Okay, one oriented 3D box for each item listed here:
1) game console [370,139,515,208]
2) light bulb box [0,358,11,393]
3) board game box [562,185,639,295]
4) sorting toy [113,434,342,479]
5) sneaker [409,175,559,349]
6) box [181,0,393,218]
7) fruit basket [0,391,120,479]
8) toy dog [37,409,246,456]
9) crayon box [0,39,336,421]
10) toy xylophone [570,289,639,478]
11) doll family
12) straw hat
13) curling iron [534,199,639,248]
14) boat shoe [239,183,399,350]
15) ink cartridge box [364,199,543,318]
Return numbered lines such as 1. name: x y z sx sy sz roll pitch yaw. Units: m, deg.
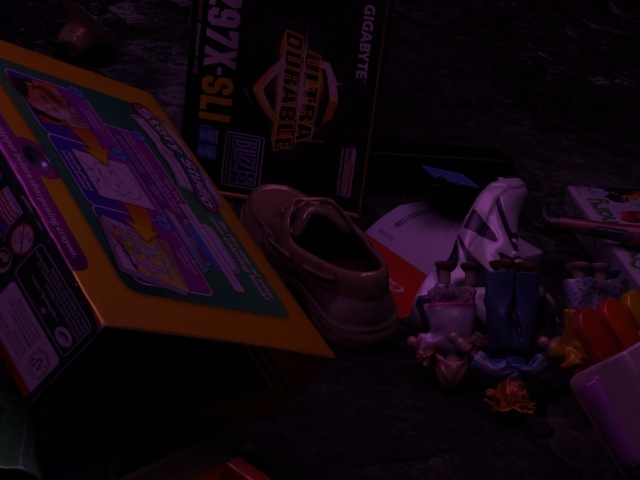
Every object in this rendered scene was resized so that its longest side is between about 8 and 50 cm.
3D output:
1. game console: 0.174 -0.092 1.947 0.213 0.044 0.361 3 12 -6
2. light bulb box: -0.483 0.031 1.369 0.358 0.225 0.361 0 26 -15
3. board game box: 0.454 0.013 1.865 0.193 0.053 0.305 1 25 -10
4. sorting toy: -0.057 0.234 1.151 0.196 0.047 0.348 38 23 19
5. sneaker: 0.221 0.039 1.646 0.153 0.094 0.235 28 54 15
6. box: -0.048 -0.207 1.887 0.257 0.322 0.079 11 24 6
7. fruit basket: -0.329 0.243 1.030 0.327 0.165 0.353 10 30 -3
8. toy dog: -0.196 0.118 1.404 0.220 0.161 0.333 7 36 -18
9. crayon box: -0.193 -0.012 1.249 0.313 0.106 0.363 16 33 -56
10. toy xylophone: 0.380 0.143 1.450 0.081 0.236 0.323 -29 -6 38
11. doll family: 0.229 0.104 1.500 0.263 0.163 0.118 3 -7 -8
12. straw hat: -0.407 -0.340 2.382 0.144 0.144 0.061 31 76 41
13. curling iron: 0.409 -0.012 1.803 0.274 0.035 0.068 9 26 11
14. boat shoe: 0.000 0.000 1.688 0.122 0.110 0.341 -14 32 -22
15. ink cartridge box: 0.129 0.017 1.773 0.232 0.066 0.189 -7 28 -36
